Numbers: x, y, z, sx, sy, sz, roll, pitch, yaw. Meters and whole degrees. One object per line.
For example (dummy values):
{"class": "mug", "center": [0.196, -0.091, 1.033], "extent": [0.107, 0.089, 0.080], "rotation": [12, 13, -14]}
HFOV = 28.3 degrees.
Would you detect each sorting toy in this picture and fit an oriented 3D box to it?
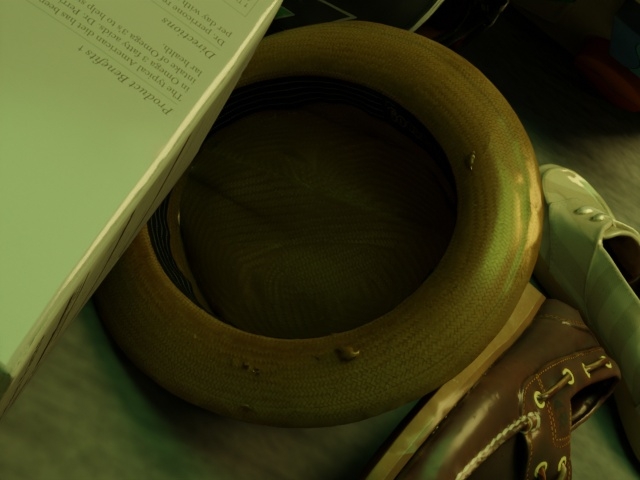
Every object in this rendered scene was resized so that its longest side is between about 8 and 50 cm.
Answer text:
{"class": "sorting toy", "center": [0.143, -0.186, 0.868], "extent": [0.307, 0.041, 0.229], "rotation": [39, -1, 2]}

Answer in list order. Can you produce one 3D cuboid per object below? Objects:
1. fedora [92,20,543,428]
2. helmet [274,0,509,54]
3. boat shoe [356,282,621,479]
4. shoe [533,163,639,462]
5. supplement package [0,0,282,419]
{"class": "fedora", "center": [0.000, 0.000, 0.528], "extent": [0.194, 0.194, 0.079], "rotation": [64, 2, 33]}
{"class": "helmet", "center": [0.037, -0.168, 0.714], "extent": [0.161, 0.169, 0.169], "rotation": [20, 34, -52]}
{"class": "boat shoe", "center": [0.079, 0.079, 0.539], "extent": [0.073, 0.073, 0.207], "rotation": [42, 34, 9]}
{"class": "shoe", "center": [0.172, 0.032, 0.693], "extent": [0.076, 0.058, 0.219], "rotation": [11, 42, -34]}
{"class": "supplement package", "center": [-0.108, -0.029, 0.422], "extent": [0.105, 0.105, 0.179], "rotation": [35, 52, -4]}
